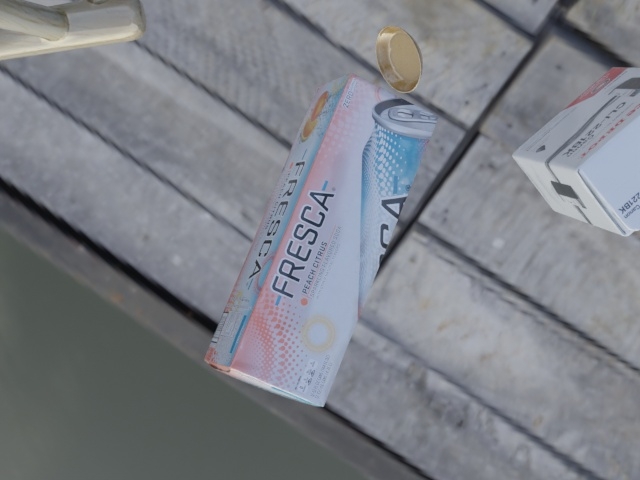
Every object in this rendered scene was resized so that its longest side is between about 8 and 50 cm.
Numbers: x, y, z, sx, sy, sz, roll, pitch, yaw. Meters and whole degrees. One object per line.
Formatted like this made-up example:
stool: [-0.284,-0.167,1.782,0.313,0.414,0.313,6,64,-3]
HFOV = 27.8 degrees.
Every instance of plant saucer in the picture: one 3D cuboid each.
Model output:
plant saucer: [0.098,-0.220,1.555,0.083,0.015,0.083,35,137,41]

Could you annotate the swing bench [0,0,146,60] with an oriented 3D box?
swing bench: [-0.229,-0.186,0.499,0.255,0.165,0.253,-8,88,20]

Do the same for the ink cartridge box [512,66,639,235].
ink cartridge box: [0.391,-0.123,1.685,0.197,0.273,0.114,-41,102,-1]

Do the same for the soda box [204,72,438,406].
soda box: [0.000,0.000,0.745,0.063,0.183,0.058,25,172,-18]
